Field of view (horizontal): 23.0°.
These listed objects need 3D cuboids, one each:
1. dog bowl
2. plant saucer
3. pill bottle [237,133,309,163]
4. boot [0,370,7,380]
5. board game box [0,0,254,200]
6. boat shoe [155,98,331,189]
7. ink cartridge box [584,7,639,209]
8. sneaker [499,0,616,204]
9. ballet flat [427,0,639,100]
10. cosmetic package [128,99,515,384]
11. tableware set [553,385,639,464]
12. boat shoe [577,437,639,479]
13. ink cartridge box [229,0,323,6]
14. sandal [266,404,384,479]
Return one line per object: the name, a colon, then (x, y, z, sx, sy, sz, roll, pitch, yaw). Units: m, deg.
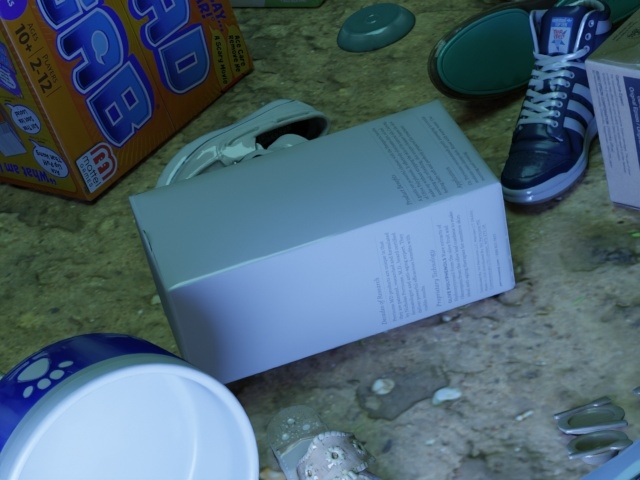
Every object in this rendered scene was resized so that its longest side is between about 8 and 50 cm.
dog bowl: (-0.192, 0.220, 1.416, 0.265, 0.265, 0.104, -37, 33, -23)
plant saucer: (0.077, -0.313, 2.274, 0.119, 0.021, 0.119, -15, 32, 10)
pill bottle: (-0.075, -0.041, 1.879, 0.108, 0.108, 0.193, 8, 43, 37)
boot: (-0.461, 0.218, 1.726, 0.262, 0.095, 0.203, 0, 39, 27)
board game box: (-0.384, -0.320, 2.229, 0.356, 0.356, 0.356, 13, 45, 41)
boat shoe: (-0.097, -0.103, 1.995, 0.258, 0.095, 0.084, -40, 33, -26)
ink cartridge box: (0.401, -0.173, 1.726, 0.088, 0.193, 0.234, 17, 49, 41)
sneaker: (0.273, -0.173, 1.836, 0.099, 0.153, 0.282, 6, 41, 36)
ballet flat: (0.270, -0.274, 2.044, 0.342, 0.116, 0.124, -31, 14, -16)
cosmetic package: (0.000, 0.000, 1.688, 0.365, 0.155, 0.197, -18, 37, -6)
tableware set: (0.286, 0.164, 1.419, 0.141, 0.020, 0.169, -14, 13, 4)
boat shoe: (0.310, 0.217, 1.291, 0.306, 0.105, 0.113, -33, 38, -7)
ink cartridge box: (-0.108, -0.537, 2.396, 0.207, 0.353, 0.119, 6, 42, 35)
sandal: (0.002, 0.210, 1.494, 0.088, 0.079, 0.240, -29, 33, -12)
